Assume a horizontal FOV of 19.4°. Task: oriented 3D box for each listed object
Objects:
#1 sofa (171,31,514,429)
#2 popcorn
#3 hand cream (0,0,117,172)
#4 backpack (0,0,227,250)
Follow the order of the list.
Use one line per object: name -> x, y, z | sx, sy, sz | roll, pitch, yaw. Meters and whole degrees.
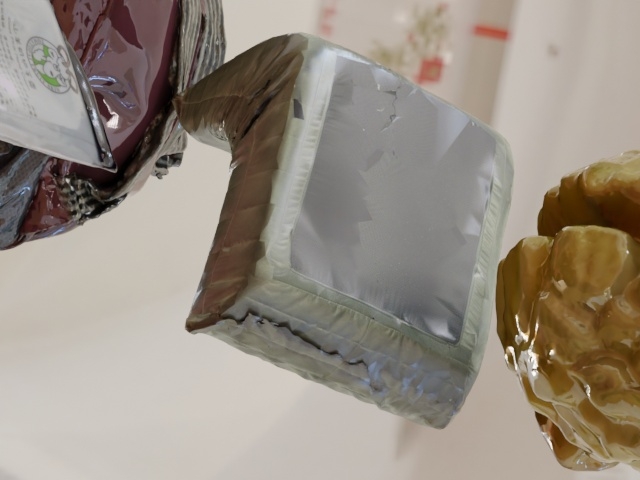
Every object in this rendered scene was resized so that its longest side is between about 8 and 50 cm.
sofa -> 0.000, 0.000, 1.268 | 0.176, 0.210, 0.225 | -22, -128, 53
popcorn -> 0.231, 0.049, 1.083 | 0.225, 0.265, 0.332 | -64, 167, -4
hand cream -> -0.220, -0.116, 1.012 | 0.076, 0.336, 0.121 | -24, -107, 23
backpack -> -0.173, -0.164, 1.487 | 0.317, 0.197, 0.283 | -63, 170, 23
